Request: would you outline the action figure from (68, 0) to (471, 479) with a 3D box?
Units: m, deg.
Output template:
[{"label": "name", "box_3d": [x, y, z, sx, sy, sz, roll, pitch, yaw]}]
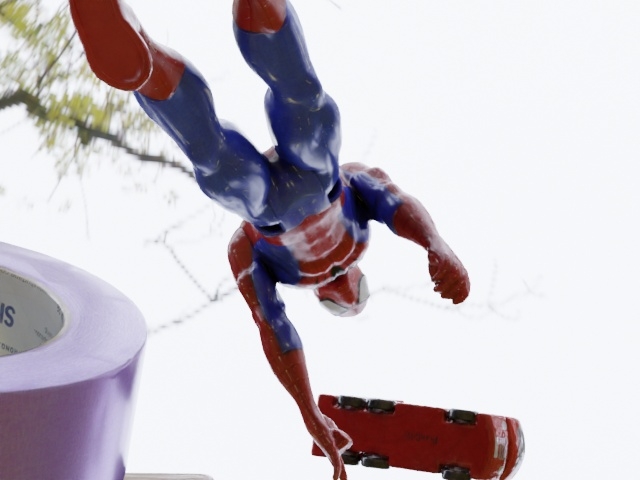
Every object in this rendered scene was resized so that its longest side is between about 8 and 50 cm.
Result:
[{"label": "action figure", "box_3d": [0.000, 0.000, 0.631, 0.091, 0.280, 0.139, -31, -112, -1]}]

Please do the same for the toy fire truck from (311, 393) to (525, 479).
[{"label": "toy fire truck", "box_3d": [0.066, 0.134, 1.110, 0.192, 0.135, 0.047, 3, -96, 36]}]

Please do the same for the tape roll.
[{"label": "tape roll", "box_3d": [-0.237, 0.070, 0.894, 0.275, 0.275, 0.090, 8, -74, -7]}]

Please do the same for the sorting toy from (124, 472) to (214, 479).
[{"label": "sorting toy", "box_3d": [-0.141, 0.250, 1.016, 0.038, 0.193, 0.208, 10, -102, -48]}]
